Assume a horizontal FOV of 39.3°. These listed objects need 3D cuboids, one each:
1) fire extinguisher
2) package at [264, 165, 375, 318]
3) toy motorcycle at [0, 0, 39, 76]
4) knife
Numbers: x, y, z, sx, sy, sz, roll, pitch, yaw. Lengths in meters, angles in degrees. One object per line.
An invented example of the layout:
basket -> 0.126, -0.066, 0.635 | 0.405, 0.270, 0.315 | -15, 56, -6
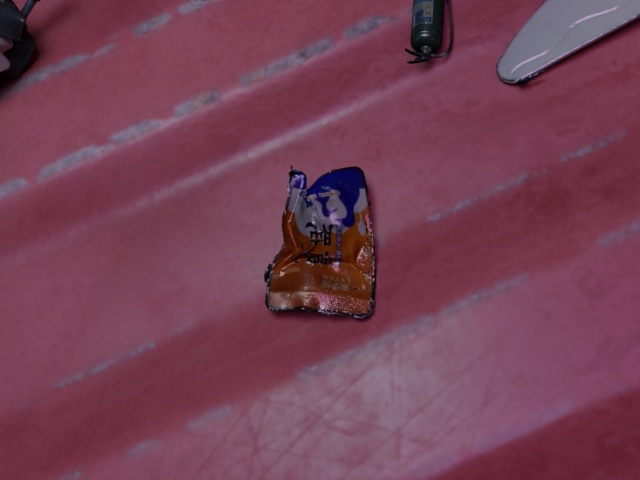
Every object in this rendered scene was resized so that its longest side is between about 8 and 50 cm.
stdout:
fire extinguisher -> 0.086, -0.170, 0.692 | 0.038, 0.025, 0.083 | 11, 69, -9
package -> 0.001, 0.000, 0.639 | 0.077, 0.033, 0.111 | 3, 82, -12
toy motorcycle -> -0.317, -0.226, 0.762 | 0.150, 0.102, 0.221 | -46, 63, 14
knife -> 0.276, -0.214, 0.664 | 0.335, 0.043, 0.081 | -24, 60, 4
